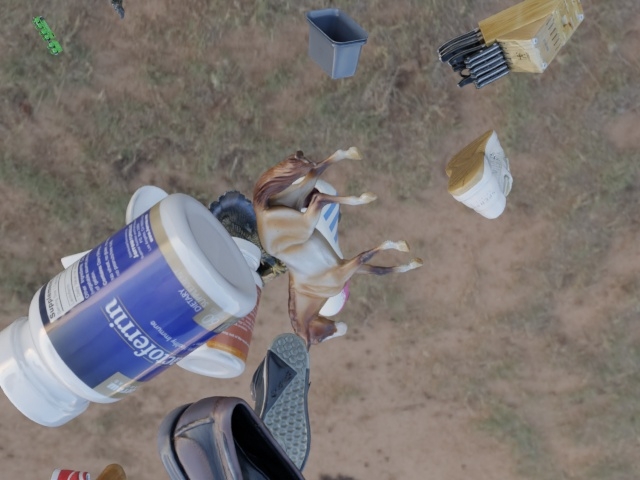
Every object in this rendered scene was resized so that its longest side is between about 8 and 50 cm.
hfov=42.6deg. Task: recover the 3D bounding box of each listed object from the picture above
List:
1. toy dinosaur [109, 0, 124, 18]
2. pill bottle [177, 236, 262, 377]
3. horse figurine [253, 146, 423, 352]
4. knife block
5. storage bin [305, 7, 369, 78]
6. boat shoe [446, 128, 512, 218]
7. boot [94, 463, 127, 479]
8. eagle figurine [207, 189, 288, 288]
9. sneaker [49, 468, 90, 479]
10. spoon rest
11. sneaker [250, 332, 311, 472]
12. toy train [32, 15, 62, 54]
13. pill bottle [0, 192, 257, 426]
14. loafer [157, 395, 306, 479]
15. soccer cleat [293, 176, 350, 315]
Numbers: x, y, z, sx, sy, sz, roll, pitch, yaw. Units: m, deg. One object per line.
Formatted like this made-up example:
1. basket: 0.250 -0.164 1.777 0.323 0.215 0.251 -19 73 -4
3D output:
1. toy dinosaur: -0.184 -0.306 0.853 0.118 0.268 0.064 -31 142 -1
2. pill bottle: -0.164 0.108 1.363 0.121 0.216 0.121 9 154 4
3. horse figurine: 0.000 0.000 0.926 0.174 0.066 0.263 -22 127 16
4. knife block: 0.399 -0.443 1.774 0.242 0.276 0.088 17 150 45
5. storage bin: 0.032 -0.385 1.614 0.098 0.135 0.091 -16 137 -25
6. boat shoe: 0.273 -0.105 1.372 0.098 0.277 0.096 -39 100 27
7. boot: -0.391 0.386 0.972 0.264 0.280 0.096 -36 97 25
8. eagle figurine: -0.202 0.015 1.813 0.298 0.225 0.226 32 82 -31
9. sneaker: -0.380 0.398 1.232 0.066 0.119 0.042 0 137 1
10. spoon rest: -0.324 -0.006 1.434 0.084 0.276 0.137 -18 105 33
11. sneaker: -0.063 0.259 1.174 0.086 0.226 0.163 12 160 -7
12. toy train: -0.548 -0.413 1.648 0.017 0.023 0.083 -15 108 51
13. pill bottle: -0.213 0.080 0.887 0.264 0.153 0.153 -34 128 10
14. loafer: -0.037 0.278 0.793 0.095 0.109 0.303 -29 101 36
15. soccer cleat: -0.017 0.008 1.866 0.116 0.332 0.143 -22 150 32
